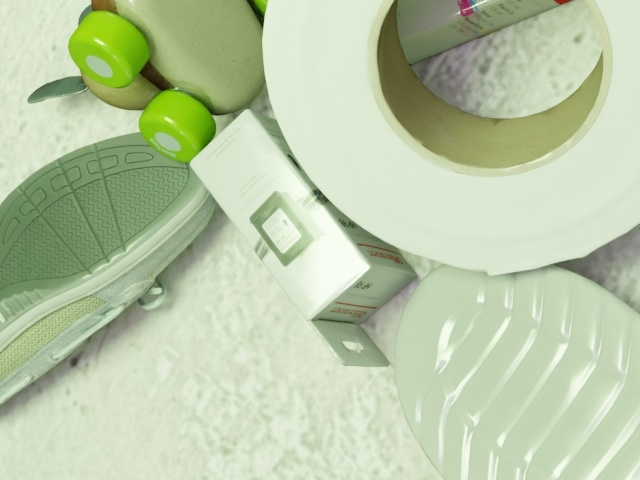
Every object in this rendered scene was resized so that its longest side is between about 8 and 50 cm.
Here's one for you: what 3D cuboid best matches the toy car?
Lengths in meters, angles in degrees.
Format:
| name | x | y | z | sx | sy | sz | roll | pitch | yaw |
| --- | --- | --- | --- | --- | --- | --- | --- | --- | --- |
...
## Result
| name | x | y | z | sx | sy | sz | roll | pitch | yaw |
| --- | --- | --- | --- | --- | --- | --- | --- | --- | --- |
| toy car | -0.140 | -0.150 | 1.180 | 0.188 | 0.149 | 0.155 | -1 | 49 | 46 |

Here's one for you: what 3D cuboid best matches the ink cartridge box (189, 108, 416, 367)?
| name | x | y | z | sx | sy | sz | roll | pitch | yaw |
| --- | --- | --- | --- | --- | --- | --- | --- | --- | --- |
| ink cartridge box | 0.000 | 0.000 | 1.121 | 0.060 | 0.104 | 0.180 | -42 | 73 | 13 |

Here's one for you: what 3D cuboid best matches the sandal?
| name | x | y | z | sx | sy | sz | roll | pitch | yaw |
| --- | --- | --- | --- | --- | --- | --- | --- | --- | --- |
| sandal | 0.215 | 0.136 | 1.018 | 0.416 | 0.102 | 0.169 | 25 | 93 | 39 |

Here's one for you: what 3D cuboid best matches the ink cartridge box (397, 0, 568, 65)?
| name | x | y | z | sx | sy | sz | roll | pitch | yaw |
| --- | --- | --- | --- | --- | --- | --- | --- | --- | --- |
| ink cartridge box | 0.096 | -0.211 | 1.112 | 0.231 | 0.078 | 0.134 | -20 | 79 | 20 |

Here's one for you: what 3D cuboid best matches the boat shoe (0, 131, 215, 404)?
| name | x | y | z | sx | sy | sz | roll | pitch | yaw |
| --- | --- | --- | --- | --- | --- | --- | --- | --- | --- |
| boat shoe | -0.203 | 0.037 | 1.215 | 0.320 | 0.103 | 0.118 | -39 | 54 | 9 |

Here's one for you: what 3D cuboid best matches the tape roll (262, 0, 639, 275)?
| name | x | y | z | sx | sy | sz | roll | pitch | yaw |
| --- | --- | --- | --- | --- | --- | --- | --- | --- | --- |
| tape roll | 0.111 | -0.125 | 1.020 | 0.286 | 0.100 | 0.286 | 4 | 116 | 9 |
